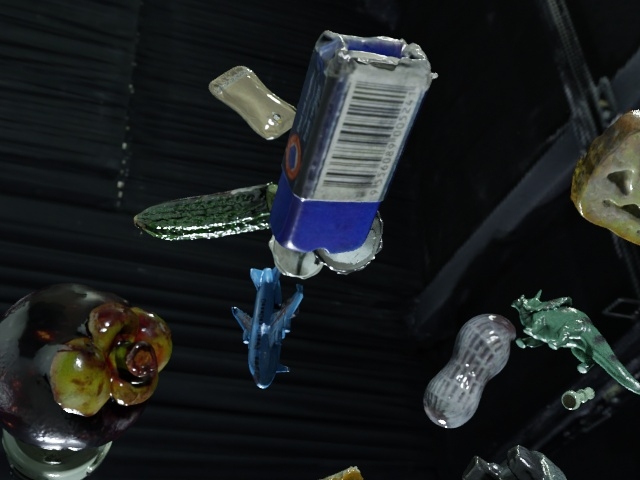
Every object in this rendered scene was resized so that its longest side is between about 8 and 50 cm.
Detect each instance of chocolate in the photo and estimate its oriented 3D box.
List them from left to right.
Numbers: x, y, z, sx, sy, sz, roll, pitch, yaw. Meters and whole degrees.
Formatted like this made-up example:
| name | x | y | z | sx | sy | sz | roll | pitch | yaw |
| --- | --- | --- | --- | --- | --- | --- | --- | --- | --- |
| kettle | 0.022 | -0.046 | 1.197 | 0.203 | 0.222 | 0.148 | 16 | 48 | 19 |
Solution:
| name | x | y | z | sx | sy | sz | roll | pitch | yaw |
| --- | --- | --- | --- | --- | --- | --- | --- | --- | --- |
| chocolate | 0.193 | 0.166 | 0.980 | 0.167 | 0.072 | 0.072 | -55 | -165 | -13 |

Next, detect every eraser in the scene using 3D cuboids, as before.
| name | x | y | z | sx | sy | sz | roll | pitch | yaw |
| --- | --- | --- | --- | --- | --- | --- | --- | --- | --- |
| eraser | 0.037 | -0.132 | 1.082 | 0.102 | 0.155 | 0.332 | -113 | -148 | -44 |

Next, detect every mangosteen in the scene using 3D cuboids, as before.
| name | x | y | z | sx | sy | sz | roll | pitch | yaw |
| --- | --- | --- | --- | --- | --- | --- | --- | --- | --- |
| mangosteen | -0.361 | 0.194 | 1.153 | 0.287 | 0.287 | 0.233 | -159 | -95 | -71 |

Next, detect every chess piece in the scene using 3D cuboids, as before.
| name | x | y | z | sx | sy | sz | roll | pitch | yaw |
| --- | --- | --- | --- | --- | --- | --- | --- | --- | --- |
| chess piece | 0.594 | 0.356 | 1.731 | 0.042 | 0.093 | 0.042 | 11 | -76 | 50 |

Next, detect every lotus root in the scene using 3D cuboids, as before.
| name | x | y | z | sx | sy | sz | roll | pitch | yaw |
| --- | --- | --- | --- | --- | --- | --- | --- | --- | --- |
| lotus root | 0.780 | -0.141 | 1.754 | 0.111 | 0.390 | 0.375 | -97 | 170 | -49 |

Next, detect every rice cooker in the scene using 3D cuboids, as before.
| name | x | y | z | sx | sy | sz | roll | pitch | yaw |
| --- | --- | --- | --- | --- | --- | --- | --- | --- | --- |
| rice cooker | -0.548 | 0.403 | 1.580 | 0.244 | 0.226 | 0.226 | 132 | -37 | -57 |

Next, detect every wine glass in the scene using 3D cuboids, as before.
| name | x | y | z | sx | sy | sz | roll | pitch | yaw |
| --- | --- | --- | --- | --- | --- | --- | --- | --- | --- |
| wine glass | 0.000 | 0.000 | 1.409 | 0.232 | 0.156 | 0.156 | 159 | -60 | -65 |

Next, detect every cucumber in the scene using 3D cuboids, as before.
| name | x | y | z | sx | sy | sz | roll | pitch | yaw |
| --- | --- | --- | --- | --- | --- | --- | --- | --- | --- |
| cucumber | -0.174 | -0.040 | 1.236 | 0.077 | 0.265 | 0.077 | -10 | 90 | -75 |

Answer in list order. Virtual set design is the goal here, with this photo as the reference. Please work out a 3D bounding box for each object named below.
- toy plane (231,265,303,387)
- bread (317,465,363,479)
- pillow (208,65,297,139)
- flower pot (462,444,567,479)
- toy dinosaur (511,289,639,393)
| name | x | y | z | sx | sy | sz | roll | pitch | yaw |
| --- | --- | --- | --- | --- | --- | --- | --- | --- | --- |
| toy plane | -0.112 | 0.180 | 1.634 | 0.254 | 0.105 | 0.271 | -21 | -112 | 48 |
| bread | 0.034 | 0.606 | 1.624 | 0.109 | 0.209 | 0.192 | -35 | -108 | 40 |
| pillow | -0.159 | -0.329 | 1.811 | 0.130 | 0.217 | 0.033 | -39 | 167 | -30 |
| flower pot | 0.409 | 0.596 | 1.564 | 0.299 | 0.283 | 0.299 | -46 | -170 | 10 |
| toy dinosaur | 0.423 | 0.175 | 1.302 | 0.292 | 0.120 | 0.079 | 59 | -7 | 54 |
